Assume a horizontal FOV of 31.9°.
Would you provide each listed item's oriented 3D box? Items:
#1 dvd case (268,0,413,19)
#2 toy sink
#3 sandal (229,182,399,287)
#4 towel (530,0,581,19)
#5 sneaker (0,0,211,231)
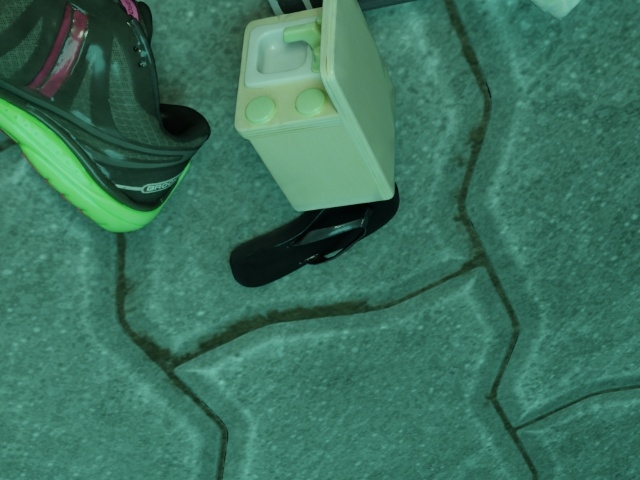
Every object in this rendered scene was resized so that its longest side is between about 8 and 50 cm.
[{"bbox_3d":[0.002,-0.325,1.136,0.179,0.029,0.238,-8,141,18],"label":"dvd case"},{"bbox_3d":[-0.010,-0.159,1.217,0.131,0.152,0.234,-7,150,17],"label":"toy sink"},{"bbox_3d":[0.000,0.001,1.499,0.254,0.054,0.097,-31,137,12],"label":"sandal"},{"bbox_3d":[0.172,-0.406,0.916,0.374,0.090,0.320,38,122,-9],"label":"towel"},{"bbox_3d":[-0.281,-0.205,1.122,0.202,0.185,0.483,-43,139,-2],"label":"sneaker"}]
